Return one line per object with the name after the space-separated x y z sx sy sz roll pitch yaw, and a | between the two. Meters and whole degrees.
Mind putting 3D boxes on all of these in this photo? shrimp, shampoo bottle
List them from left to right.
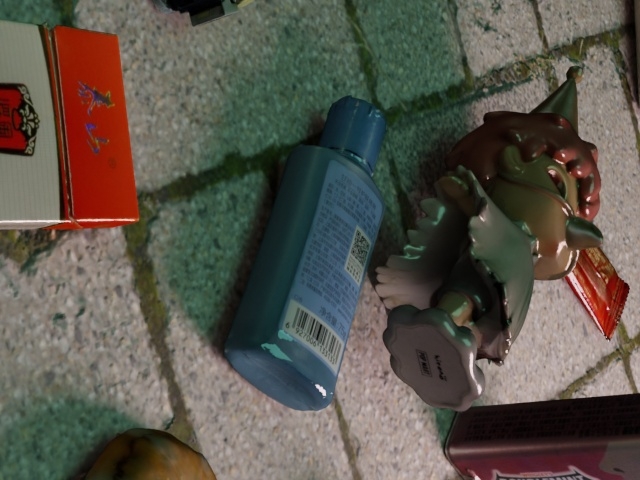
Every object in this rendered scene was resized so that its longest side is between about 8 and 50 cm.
-0.094 0.266 0.948 0.152 0.063 0.287 -7 85 -63 | shrimp
0.000 0.000 1.117 0.104 0.061 0.258 43 51 -36 | shampoo bottle

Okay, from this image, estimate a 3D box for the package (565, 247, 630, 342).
0.266 0.014 1.470 0.200 0.022 0.083 50 46 -30 | package

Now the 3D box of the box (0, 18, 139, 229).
-0.219 -0.074 0.888 0.245 0.035 0.139 0 81 -50 | box

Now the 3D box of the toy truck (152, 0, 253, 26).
-0.088 -0.250 1.058 0.100 0.077 0.169 -22 98 -48 | toy truck

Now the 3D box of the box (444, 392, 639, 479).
0.232 0.191 1.227 0.120 0.224 0.069 50 48 -29 | box

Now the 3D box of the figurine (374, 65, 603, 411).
0.176 -0.016 1.257 0.387 0.166 0.207 -52 138 -40 | figurine

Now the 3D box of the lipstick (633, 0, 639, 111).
0.417 -0.311 1.681 0.087 0.087 0.327 18 67 -48 | lipstick
